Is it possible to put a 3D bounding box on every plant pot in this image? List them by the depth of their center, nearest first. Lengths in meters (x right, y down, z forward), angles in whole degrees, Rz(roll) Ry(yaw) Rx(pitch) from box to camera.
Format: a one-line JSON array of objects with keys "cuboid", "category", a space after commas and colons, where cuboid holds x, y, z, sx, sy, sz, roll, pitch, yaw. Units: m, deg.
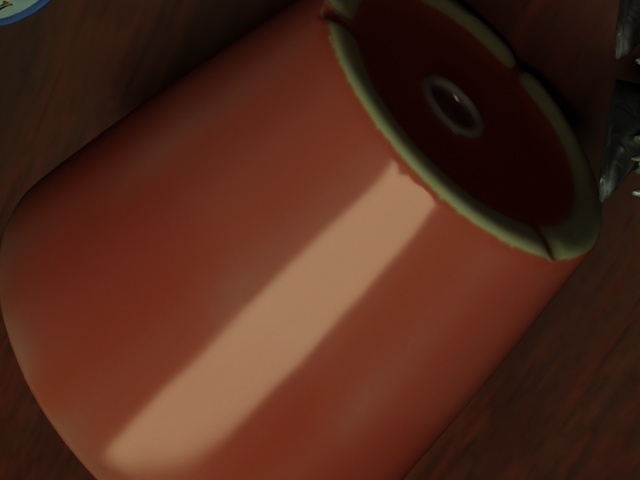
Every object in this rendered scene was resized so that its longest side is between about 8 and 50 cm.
[{"cuboid": [0.000, 0.000, 1.000, 0.275, 0.275, 0.243, 41, 121, -11], "category": "plant pot"}]

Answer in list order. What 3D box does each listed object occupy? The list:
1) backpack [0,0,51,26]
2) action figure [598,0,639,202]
[{"cuboid": [-0.199, -0.231, 0.931, 0.277, 0.213, 0.263, 27, 142, -3], "category": "backpack"}, {"cuboid": [0.289, -0.064, 0.926, 0.285, 0.099, 0.185, 7, 123, 13], "category": "action figure"}]
